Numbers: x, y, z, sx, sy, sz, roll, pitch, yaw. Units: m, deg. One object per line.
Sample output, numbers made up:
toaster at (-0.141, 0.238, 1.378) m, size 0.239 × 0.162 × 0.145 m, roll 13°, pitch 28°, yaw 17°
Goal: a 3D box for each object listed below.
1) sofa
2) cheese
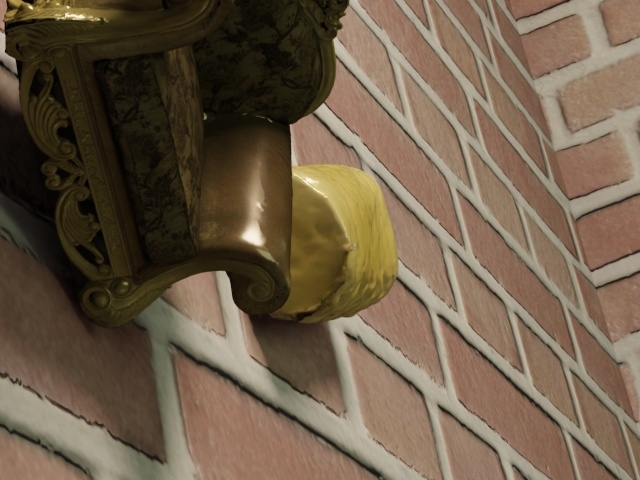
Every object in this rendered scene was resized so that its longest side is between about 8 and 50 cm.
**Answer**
sofa at (-0.067, -0.100, 1.048) m, size 0.200 × 0.182 × 0.258 m, roll -89°, pitch 172°, yaw -50°
cheese at (0.000, 0.000, 1.370) m, size 0.123 × 0.093 × 0.167 m, roll 68°, pitch 17°, yaw 5°
